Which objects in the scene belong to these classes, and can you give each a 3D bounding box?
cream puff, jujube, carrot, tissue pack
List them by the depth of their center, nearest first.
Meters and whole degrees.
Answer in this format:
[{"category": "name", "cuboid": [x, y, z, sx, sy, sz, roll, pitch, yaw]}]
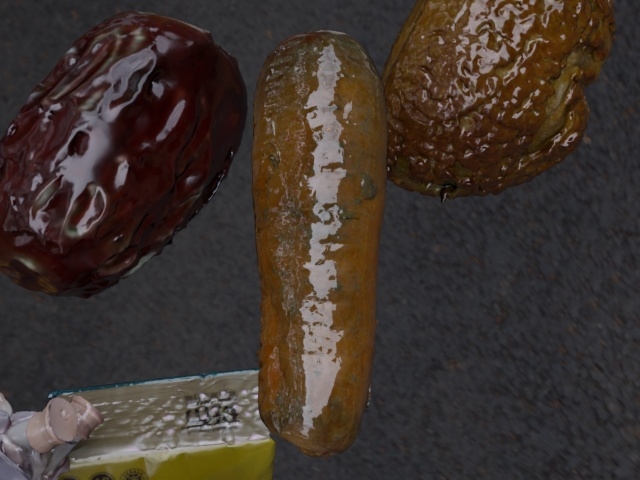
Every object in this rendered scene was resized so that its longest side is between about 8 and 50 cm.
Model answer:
[{"category": "carrot", "cuboid": [0.000, 0.000, 0.535, 0.060, 0.060, 0.186, -5, 78, 24]}, {"category": "cream puff", "cuboid": [0.181, -0.174, 1.268, 0.212, 0.303, 0.303, 26, 83, 8]}, {"category": "jujube", "cuboid": [-0.232, -0.106, 1.459, 0.258, 0.258, 0.376, 10, 59, 28]}, {"category": "tissue pack", "cuboid": [-0.188, 0.264, 1.510, 0.271, 0.192, 0.134, -6, 48, -6]}]

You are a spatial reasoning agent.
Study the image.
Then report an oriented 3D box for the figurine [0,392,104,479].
[{"category": "figurine", "cuboid": [-0.360, 0.258, 1.360, 0.276, 0.200, 0.133, -36, 18, 15]}]
